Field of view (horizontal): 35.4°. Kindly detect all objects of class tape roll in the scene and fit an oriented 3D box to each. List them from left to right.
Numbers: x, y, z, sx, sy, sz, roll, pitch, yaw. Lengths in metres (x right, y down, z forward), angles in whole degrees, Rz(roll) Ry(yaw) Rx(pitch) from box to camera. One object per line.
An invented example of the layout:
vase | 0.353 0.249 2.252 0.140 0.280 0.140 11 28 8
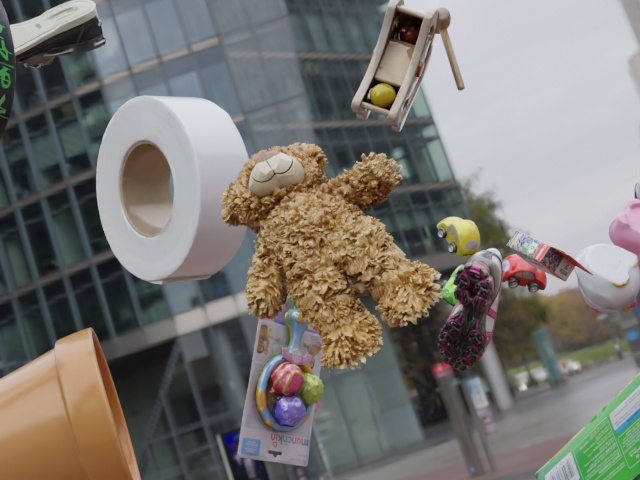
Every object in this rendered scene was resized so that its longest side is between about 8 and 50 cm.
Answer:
tape roll | -0.230 -0.079 1.545 0.100 0.286 0.286 -6 -16 -44

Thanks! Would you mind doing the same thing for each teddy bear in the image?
teddy bear | 0.000 0.000 1.213 0.245 0.338 0.113 -29 -29 19

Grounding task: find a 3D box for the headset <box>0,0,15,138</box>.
headset | -0.486 -0.161 1.001 0.394 0.243 0.185 -6 2 29

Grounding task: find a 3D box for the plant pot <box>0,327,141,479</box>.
plant pot | -0.414 0.303 1.571 0.204 0.290 0.291 -16 -10 -11

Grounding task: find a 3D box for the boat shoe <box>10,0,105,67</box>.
boat shoe | -0.449 -0.297 1.560 0.233 0.084 0.079 -24 -42 -13

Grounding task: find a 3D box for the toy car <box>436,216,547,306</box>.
toy car | 0.293 0.050 1.856 0.225 0.239 0.053 -41 -22 -48

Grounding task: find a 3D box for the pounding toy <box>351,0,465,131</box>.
pounding toy | 0.168 -0.302 1.674 0.155 0.269 0.154 20 -21 11

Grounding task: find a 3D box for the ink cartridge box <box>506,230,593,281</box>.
ink cartridge box | 0.315 0.027 1.385 0.063 0.029 0.115 34 -1 -32

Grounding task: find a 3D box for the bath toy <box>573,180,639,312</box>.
bath toy | 0.528 0.000 1.604 0.348 0.151 0.129 -41 -26 -27

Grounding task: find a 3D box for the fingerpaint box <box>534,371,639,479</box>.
fingerpaint box | 0.677 0.399 1.828 0.371 0.163 0.444 11 -46 -22

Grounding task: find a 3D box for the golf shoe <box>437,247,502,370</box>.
golf shoe | 0.214 0.097 1.367 0.086 0.067 0.186 -37 -34 -48

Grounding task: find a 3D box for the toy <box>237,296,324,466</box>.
toy | -0.036 0.195 1.424 0.137 0.237 0.056 20 -20 -42
